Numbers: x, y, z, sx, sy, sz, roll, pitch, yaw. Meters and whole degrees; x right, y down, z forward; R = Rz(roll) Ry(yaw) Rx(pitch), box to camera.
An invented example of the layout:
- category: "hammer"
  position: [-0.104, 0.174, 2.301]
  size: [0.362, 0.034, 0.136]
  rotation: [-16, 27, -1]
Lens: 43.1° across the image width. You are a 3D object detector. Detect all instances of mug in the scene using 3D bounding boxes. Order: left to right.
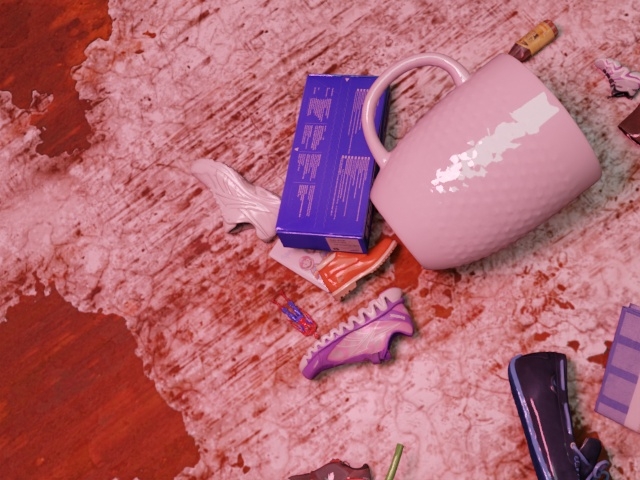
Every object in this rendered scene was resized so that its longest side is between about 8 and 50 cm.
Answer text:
- category: "mug"
  position: [0.233, -0.149, 1.396]
  size: [0.328, 0.276, 0.374]
  rotation: [-38, 93, 6]

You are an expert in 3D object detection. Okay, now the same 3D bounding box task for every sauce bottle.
- category: "sauce bottle"
  position: [0.396, -0.372, 1.557]
  size: [0.128, 0.042, 0.042]
  rotation: [-39, 72, -2]

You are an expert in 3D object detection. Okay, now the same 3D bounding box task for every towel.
- category: "towel"
  position: [0.589, 0.236, 1.278]
  size: [0.285, 0.034, 0.209]
  rotation: [21, 105, 42]

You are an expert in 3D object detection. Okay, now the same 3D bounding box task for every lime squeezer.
- category: "lime squeezer"
  position: [0.044, 0.476, 1.354]
  size: [0.310, 0.059, 0.110]
  rotation: [-38, 38, 0]

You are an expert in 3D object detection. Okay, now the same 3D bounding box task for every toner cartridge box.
- category: "toner cartridge box"
  position: [0.030, -0.150, 1.527]
  size: [0.165, 0.075, 0.347]
  rotation: [5, 66, 12]

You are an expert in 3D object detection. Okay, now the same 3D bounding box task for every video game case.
- category: "video game case"
  position: [0.000, 0.000, 1.556]
  size: [0.143, 0.019, 0.157]
  rotation: [31, 84, 17]

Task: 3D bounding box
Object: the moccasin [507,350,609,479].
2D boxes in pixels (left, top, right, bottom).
- category: "moccasin"
  position: [0.406, 0.342, 1.323]
  size: [0.117, 0.137, 0.342]
  rotation: [-14, 74, 3]

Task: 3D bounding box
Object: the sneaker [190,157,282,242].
- category: "sneaker"
  position: [-0.173, -0.075, 1.579]
  size: [0.232, 0.090, 0.115]
  rotation: [31, 87, 18]

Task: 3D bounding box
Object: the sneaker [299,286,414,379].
- category: "sneaker"
  position: [0.073, 0.188, 1.459]
  size: [0.236, 0.095, 0.104]
  rotation: [-35, 79, 0]

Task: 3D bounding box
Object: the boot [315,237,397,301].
- category: "boot"
  position: [0.067, 0.033, 1.501]
  size: [0.158, 0.059, 0.084]
  rotation: [-37, 86, -5]

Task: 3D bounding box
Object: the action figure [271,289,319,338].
- category: "action figure"
  position: [-0.044, 0.144, 1.525]
  size: [0.115, 0.030, 0.038]
  rotation: [43, 83, 16]

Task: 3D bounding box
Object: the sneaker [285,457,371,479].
- category: "sneaker"
  position: [0.016, 0.420, 1.436]
  size: [0.158, 0.061, 0.064]
  rotation: [-2, 48, 11]

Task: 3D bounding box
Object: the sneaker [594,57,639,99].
- category: "sneaker"
  position: [0.545, -0.295, 1.508]
  size: [0.098, 0.038, 0.069]
  rotation: [30, 83, 18]

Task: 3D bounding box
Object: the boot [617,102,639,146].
- category: "boot"
  position: [0.691, -0.211, 1.448]
  size: [0.248, 0.090, 0.207]
  rotation: [40, 98, 17]
